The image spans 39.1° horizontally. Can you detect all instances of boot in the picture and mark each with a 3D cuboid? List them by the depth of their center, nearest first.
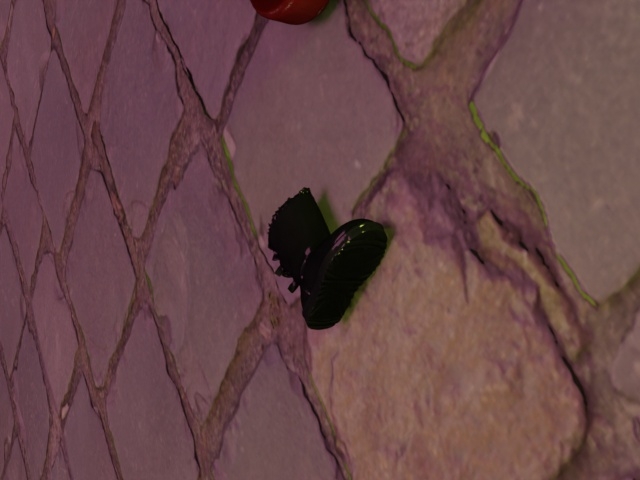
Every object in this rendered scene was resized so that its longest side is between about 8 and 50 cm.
[{"bbox_3d":[0.001,0.000,0.702,0.121,0.045,0.099,-63,39,41],"label":"boot"}]

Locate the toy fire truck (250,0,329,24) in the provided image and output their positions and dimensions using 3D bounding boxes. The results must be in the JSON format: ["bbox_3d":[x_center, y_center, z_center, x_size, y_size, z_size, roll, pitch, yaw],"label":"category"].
[{"bbox_3d":[-0.082,-0.319,0.696,0.302,0.170,0.253,40,120,50],"label":"toy fire truck"}]
